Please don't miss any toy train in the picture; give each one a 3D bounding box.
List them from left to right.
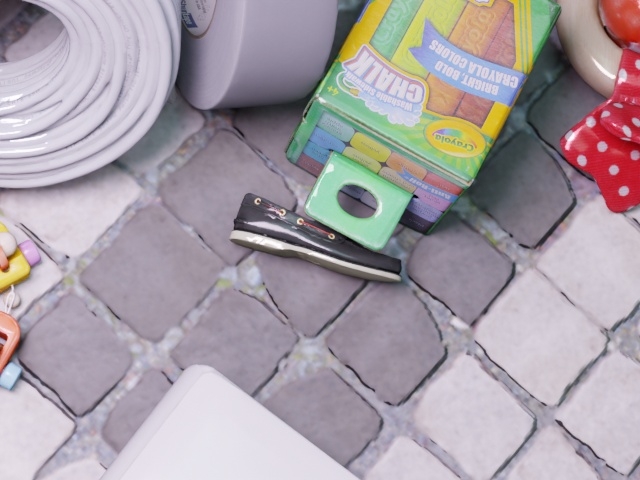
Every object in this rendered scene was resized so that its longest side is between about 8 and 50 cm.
[{"bbox_3d":[-0.269,0.028,1.257,0.166,0.046,0.125,33,70,-1],"label":"toy train"}]

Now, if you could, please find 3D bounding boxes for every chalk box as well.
[{"bbox_3d":[0.064,-0.098,1.315,0.132,0.132,0.213,28,70,-3],"label":"chalk box"}]

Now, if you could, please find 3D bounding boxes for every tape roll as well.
[{"bbox_3d":[-0.059,-0.205,1.274,0.072,0.219,0.219,-5,75,-22],"label":"tape roll"}]

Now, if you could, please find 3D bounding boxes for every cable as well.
[{"bbox_3d":[-0.223,-0.146,1.214,0.257,0.257,0.089,-4,48,-7],"label":"cable"}]

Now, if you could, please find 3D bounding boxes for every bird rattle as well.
[{"bbox_3d":[0.277,-0.155,1.407,0.253,0.143,0.207,-38,72,-6],"label":"bird rattle"}]

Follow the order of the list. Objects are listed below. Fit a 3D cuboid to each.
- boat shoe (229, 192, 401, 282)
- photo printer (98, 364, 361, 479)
[{"bbox_3d":[0.000,0.000,1.318,0.133,0.049,0.042,18,79,-1],"label":"boat shoe"},{"bbox_3d":[-0.078,0.275,1.190,0.256,0.107,0.307,38,70,1],"label":"photo printer"}]
